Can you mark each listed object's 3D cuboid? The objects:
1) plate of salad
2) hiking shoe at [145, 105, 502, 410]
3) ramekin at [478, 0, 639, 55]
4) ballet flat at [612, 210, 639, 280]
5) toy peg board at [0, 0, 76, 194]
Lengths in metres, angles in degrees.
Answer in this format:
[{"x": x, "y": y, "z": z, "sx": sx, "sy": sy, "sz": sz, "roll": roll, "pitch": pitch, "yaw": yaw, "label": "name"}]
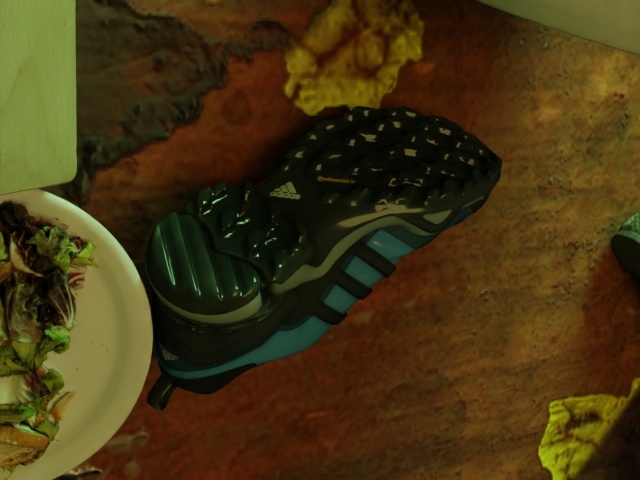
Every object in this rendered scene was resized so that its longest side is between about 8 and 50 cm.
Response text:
[{"x": -0.196, "y": 0.064, "z": 0.664, "sx": 0.200, "sy": 0.048, "sz": 0.199, "roll": -4, "pitch": 108, "yaw": -13, "label": "plate of salad"}, {"x": 0.000, "y": 0.000, "z": 0.801, "sx": 0.304, "sy": 0.113, "sz": 0.132, "roll": -24, "pitch": 147, "yaw": -35, "label": "hiking shoe"}, {"x": 0.189, "y": -0.208, "z": 0.763, "sx": 0.273, "sy": 0.273, "sz": 0.127, "roll": 2, "pitch": 115, "yaw": -36, "label": "ramekin"}, {"x": 0.346, "y": 0.064, "z": 1.070, "sx": 0.058, "sy": 0.084, "sz": 0.250, "roll": -45, "pitch": 119, "yaw": -15, "label": "ballet flat"}, {"x": -0.212, "y": -0.103, "z": 0.588, "sx": 0.161, "sy": 0.079, "sz": 0.161, "roll": -17, "pitch": 115, "yaw": -51, "label": "toy peg board"}]
